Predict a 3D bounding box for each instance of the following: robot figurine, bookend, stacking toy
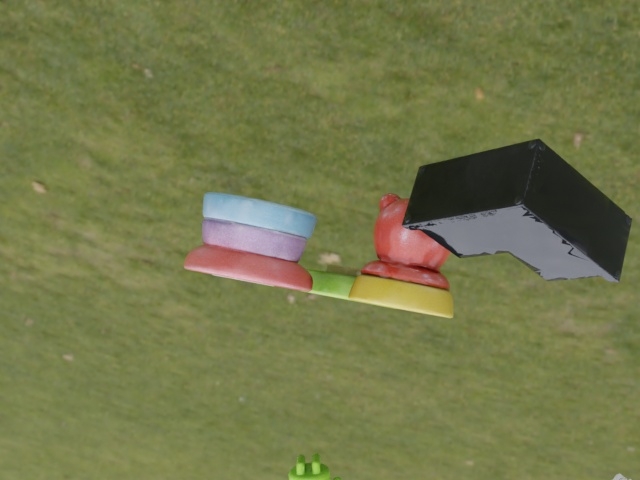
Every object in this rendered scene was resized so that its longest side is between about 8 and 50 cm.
[{"bbox_3d":[-0.015,0.398,1.560,0.101,0.115,0.067,-6,-170,0],"label":"robot figurine"},{"bbox_3d":[0.195,-0.018,0.977,0.157,0.072,0.156,33,155,-31],"label":"bookend"},{"bbox_3d":[0.000,0.000,1.186,0.308,0.130,0.279,11,177,-7],"label":"stacking toy"}]

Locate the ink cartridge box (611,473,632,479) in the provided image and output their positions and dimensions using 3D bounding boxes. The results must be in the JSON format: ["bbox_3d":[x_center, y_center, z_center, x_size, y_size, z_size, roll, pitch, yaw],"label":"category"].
[{"bbox_3d":[0.509,0.452,1.577,0.143,0.092,0.090,39,177,20],"label":"ink cartridge box"}]
